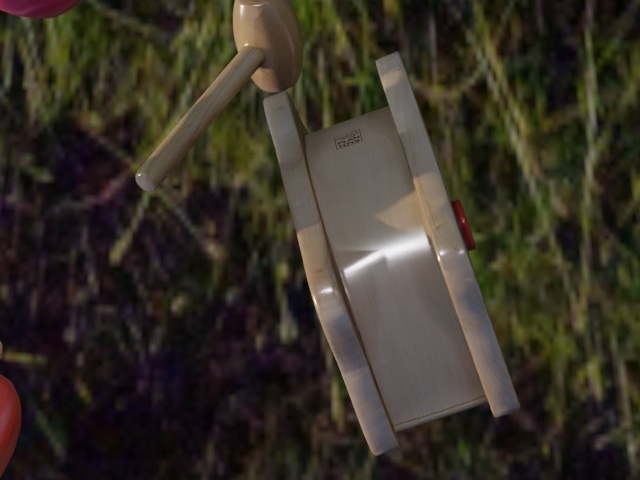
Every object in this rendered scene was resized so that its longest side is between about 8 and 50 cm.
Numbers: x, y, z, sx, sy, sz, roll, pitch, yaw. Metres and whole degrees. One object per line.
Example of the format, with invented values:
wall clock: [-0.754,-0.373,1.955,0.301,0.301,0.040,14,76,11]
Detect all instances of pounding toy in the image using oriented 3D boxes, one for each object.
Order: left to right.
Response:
pounding toy: [0.000,0.000,1.035,0.155,0.269,0.154,-19,137,4]

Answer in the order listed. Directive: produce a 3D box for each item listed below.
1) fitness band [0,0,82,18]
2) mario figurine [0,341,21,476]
fitness band: [-0.235,-0.282,1.476,0.054,0.291,0.209,-38,110,28]
mario figurine: [-0.274,0.026,0.977,0.198,0.170,0.320,-19,121,16]
